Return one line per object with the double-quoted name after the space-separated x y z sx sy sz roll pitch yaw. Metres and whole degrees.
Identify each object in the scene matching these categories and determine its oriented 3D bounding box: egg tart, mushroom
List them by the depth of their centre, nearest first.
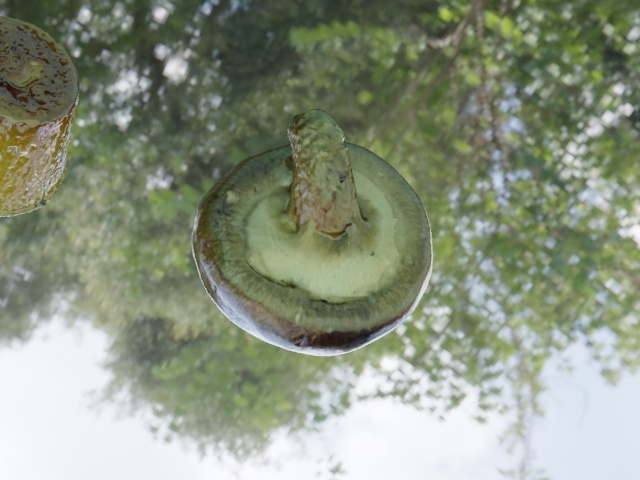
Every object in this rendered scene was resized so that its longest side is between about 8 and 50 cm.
-0.348 -0.139 1.410 0.203 0.147 0.202 18 -129 -24 "egg tart"
-0.005 0.008 1.874 0.345 0.345 0.239 37 180 8 "mushroom"
